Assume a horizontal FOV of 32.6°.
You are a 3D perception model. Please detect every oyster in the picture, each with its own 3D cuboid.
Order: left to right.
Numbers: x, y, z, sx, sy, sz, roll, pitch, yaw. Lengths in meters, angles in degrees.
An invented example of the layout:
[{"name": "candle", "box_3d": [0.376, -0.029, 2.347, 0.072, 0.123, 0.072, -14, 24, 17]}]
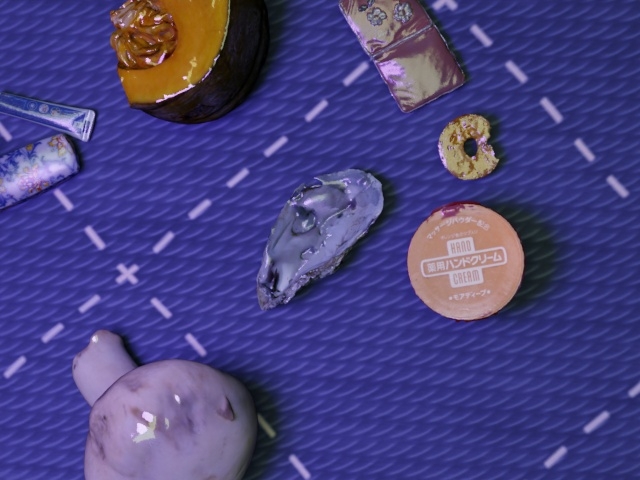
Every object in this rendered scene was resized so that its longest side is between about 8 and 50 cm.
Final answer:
[{"name": "oyster", "box_3d": [-0.001, -0.001, 1.808, 0.199, 0.087, 0.252, 6, 82, 15]}]

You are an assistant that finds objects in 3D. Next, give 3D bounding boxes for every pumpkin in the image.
[{"name": "pumpkin", "box_3d": [-0.213, -0.342, 1.776, 0.257, 0.225, 0.303, -8, 94, 9]}]

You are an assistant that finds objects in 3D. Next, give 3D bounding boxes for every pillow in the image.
[{"name": "pillow", "box_3d": [0.136, -0.332, 1.824, 0.126, 0.043, 0.232, -32, 87, 3]}]

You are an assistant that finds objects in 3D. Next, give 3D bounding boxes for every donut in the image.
[{"name": "donut", "box_3d": [0.243, -0.153, 1.811, 0.097, 0.043, 0.108, -6, 89, 5]}]

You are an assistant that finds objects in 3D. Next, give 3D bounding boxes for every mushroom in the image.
[{"name": "mushroom", "box_3d": [-0.271, 0.291, 1.766, 0.314, 0.314, 0.336, -47, 55, 3]}]

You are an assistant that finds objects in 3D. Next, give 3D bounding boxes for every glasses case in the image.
[{"name": "glasses case", "box_3d": [-0.530, -0.103, 1.868, 0.248, 0.065, 0.086, -22, 86, 4]}]

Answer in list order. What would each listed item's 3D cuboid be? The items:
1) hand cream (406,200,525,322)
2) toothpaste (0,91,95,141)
[{"name": "hand cream", "box_3d": [0.233, 0.034, 1.768, 0.193, 0.125, 0.193, 0, 88, 4]}, {"name": "toothpaste", "box_3d": [-0.486, -0.220, 1.883, 0.197, 0.035, 0.057, 15, 96, 2]}]
